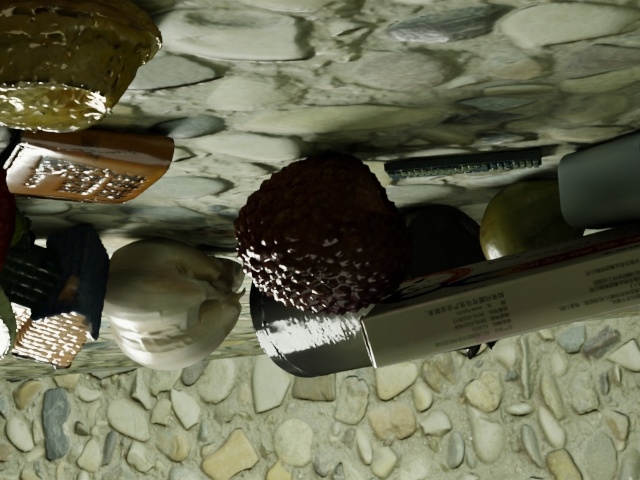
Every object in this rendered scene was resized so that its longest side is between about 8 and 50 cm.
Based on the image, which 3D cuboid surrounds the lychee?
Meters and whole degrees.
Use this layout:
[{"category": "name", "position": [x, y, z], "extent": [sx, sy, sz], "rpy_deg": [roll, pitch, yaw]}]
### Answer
[{"category": "lychee", "position": [0.000, 0.000, 1.434], "extent": [0.188, 0.188, 0.188], "rpy_deg": [-3, 170, -1]}]

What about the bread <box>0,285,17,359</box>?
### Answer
[{"category": "bread", "position": [-0.493, 0.059, 1.656], "extent": [0.267, 0.040, 0.267], "rpy_deg": [18, 142, 15]}]

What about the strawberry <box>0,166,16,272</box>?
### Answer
[{"category": "strawberry", "position": [-0.419, -0.008, 1.247], "extent": [0.274, 0.220, 0.274], "rpy_deg": [-33, -167, 8]}]

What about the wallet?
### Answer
[{"category": "wallet", "position": [-0.246, -0.074, 1.354], "extent": [0.161, 0.042, 0.195], "rpy_deg": [2, 169, -24]}]

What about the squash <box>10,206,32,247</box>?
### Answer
[{"category": "squash", "position": [-0.433, -0.025, 1.486], "extent": [0.080, 0.071, 0.318], "rpy_deg": [-9, 168, 35]}]

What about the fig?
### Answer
[{"category": "fig", "position": [0.269, -0.039, 1.606], "extent": [0.126, 0.185, 0.133], "rpy_deg": [37, -158, 31]}]

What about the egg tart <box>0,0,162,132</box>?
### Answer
[{"category": "egg tart", "position": [-0.209, -0.131, 0.986], "extent": [0.191, 0.074, 0.191], "rpy_deg": [-3, 167, -1]}]

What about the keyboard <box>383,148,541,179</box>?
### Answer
[{"category": "keyboard", "position": [0.162, -0.085, 1.500], "extent": [0.176, 0.014, 0.055], "rpy_deg": [-4, 173, 9]}]

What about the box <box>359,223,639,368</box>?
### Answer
[{"category": "box", "position": [0.235, 0.050, 1.452], "extent": [0.353, 0.069, 0.214], "rpy_deg": [-17, -175, 15]}]

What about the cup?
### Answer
[{"category": "cup", "position": [0.350, -0.064, 1.457], "extent": [0.128, 0.095, 0.129], "rpy_deg": [2, 172, -38]}]

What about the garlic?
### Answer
[{"category": "garlic", "position": [-0.199, 0.094, 1.890], "extent": [0.203, 0.185, 0.281], "rpy_deg": [-5, 170, 13]}]

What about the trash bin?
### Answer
[{"category": "trash bin", "position": [0.072, 0.072, 1.823], "extent": [0.301, 0.203, 0.252], "rpy_deg": [-14, 124, 45]}]

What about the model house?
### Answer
[{"category": "model house", "position": [-0.372, 0.049, 1.742], "extent": [0.183, 0.166, 0.172], "rpy_deg": [18, 147, -22]}]
